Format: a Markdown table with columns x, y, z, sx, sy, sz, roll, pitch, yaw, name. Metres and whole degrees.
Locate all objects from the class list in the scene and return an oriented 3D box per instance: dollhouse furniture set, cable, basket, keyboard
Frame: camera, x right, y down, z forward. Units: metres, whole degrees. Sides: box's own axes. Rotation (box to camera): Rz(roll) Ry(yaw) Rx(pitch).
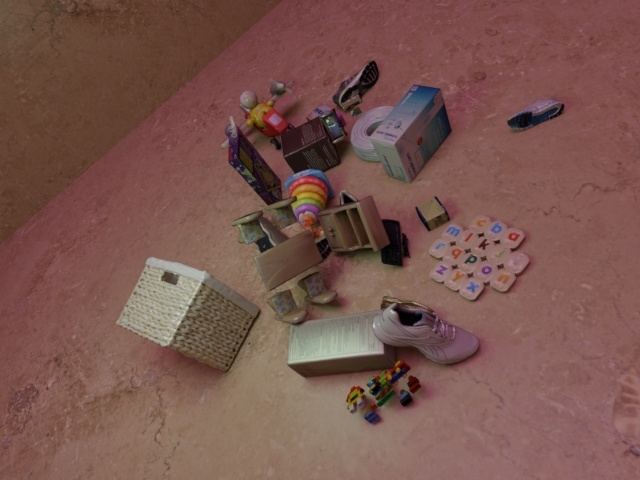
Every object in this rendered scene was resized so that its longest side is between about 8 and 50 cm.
| x | y | z | sx | sy | sz | roll | pitch | yaw | name |
| --- | --- | --- | --- | --- | --- | --- | --- | --- | --- |
| -0.016 | 0.021 | 1.401 | 0.394 | 0.362 | 0.256 | -29 | 12 | -31 | dollhouse furniture set |
| 0.253 | -0.451 | 1.819 | 0.257 | 0.089 | 0.257 | 25 | 71 | 40 | cable |
| -0.462 | 0.261 | 1.533 | 0.328 | 0.331 | 0.267 | 10 | 68 | 35 | basket |
| 0.108 | -0.515 | 1.837 | 0.183 | 0.129 | 0.129 | -25 | 16 | 15 | dollhouse furniture set |
| 0.257 | -0.001 | 1.484 | 0.100 | 0.038 | 0.192 | 6 | 55 | -4 | keyboard |

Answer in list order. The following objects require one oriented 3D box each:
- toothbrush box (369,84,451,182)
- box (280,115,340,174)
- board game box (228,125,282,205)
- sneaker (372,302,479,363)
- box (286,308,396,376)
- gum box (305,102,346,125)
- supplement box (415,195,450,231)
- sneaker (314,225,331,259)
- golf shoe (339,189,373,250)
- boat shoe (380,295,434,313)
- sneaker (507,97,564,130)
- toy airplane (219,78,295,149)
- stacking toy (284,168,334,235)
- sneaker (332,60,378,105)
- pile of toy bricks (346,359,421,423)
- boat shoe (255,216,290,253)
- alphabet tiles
| x | y | z | sx | sy | sz | roll | pitch | yaw | name |
| --- | --- | --- | --- | --- | --- | --- | --- | --- | --- |
| 0.348 | -0.405 | 1.644 | 0.126 | 0.216 | 0.295 | 29 | 73 | 41 | toothbrush box |
| -0.045 | -0.400 | 1.895 | 0.203 | 0.168 | 0.167 | -23 | 48 | 12 | box |
| -0.267 | -0.289 | 1.816 | 0.056 | 0.347 | 0.208 | -20 | 48 | 19 | board game box |
| 0.296 | 0.251 | 1.174 | 0.297 | 0.129 | 0.111 | 14 | 52 | -5 | sneaker |
| 0.065 | 0.318 | 1.320 | 0.311 | 0.121 | 0.148 | -11 | 51 | 22 | box |
| 0.027 | -0.569 | 2.055 | 0.107 | 0.062 | 0.188 | -41 | 46 | -4 | gum box |
| 0.387 | -0.093 | 1.493 | 0.083 | 0.056 | 0.083 | -29 | 47 | 8 | supplement box |
| 0.000 | 0.000 | 1.638 | 0.094 | 0.081 | 0.208 | 19 | 62 | 47 | sneaker |
| 0.138 | -0.073 | 1.579 | 0.105 | 0.120 | 0.273 | -34 | 48 | 0 | golf shoe |
| 0.263 | 0.218 | 1.328 | 0.178 | 0.064 | 0.060 | 6 | 65 | 40 | boat shoe |
| 0.764 | -0.460 | 1.559 | 0.190 | 0.071 | 0.083 | -17 | 43 | 7 | sneaker |
| -0.317 | -0.640 | 2.161 | 0.384 | 0.272 | 0.386 | -11 | 52 | 23 | toy airplane |
| -0.048 | -0.118 | 1.669 | 0.175 | 0.166 | 0.302 | -16 | 45 | 19 | stacking toy |
| 0.166 | -0.766 | 2.100 | 0.300 | 0.111 | 0.121 | -48 | 43 | -13 | sneaker |
| 0.177 | 0.410 | 1.217 | 0.212 | 0.118 | 0.105 | -45 | 16 | 14 | pile of toy bricks |
| -0.198 | 0.020 | 1.709 | 0.340 | 0.127 | 0.113 | 40 | 110 | 35 | boat shoe |
| 0.488 | 0.049 | 1.353 | 0.278 | 0.021 | 0.284 | -49 | 47 | -10 | alphabet tiles |
